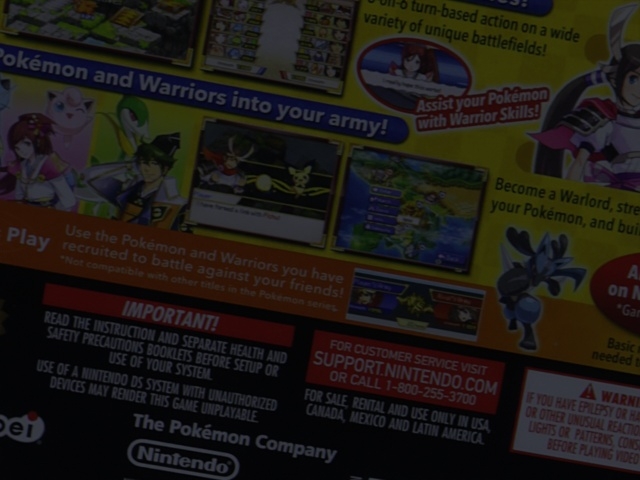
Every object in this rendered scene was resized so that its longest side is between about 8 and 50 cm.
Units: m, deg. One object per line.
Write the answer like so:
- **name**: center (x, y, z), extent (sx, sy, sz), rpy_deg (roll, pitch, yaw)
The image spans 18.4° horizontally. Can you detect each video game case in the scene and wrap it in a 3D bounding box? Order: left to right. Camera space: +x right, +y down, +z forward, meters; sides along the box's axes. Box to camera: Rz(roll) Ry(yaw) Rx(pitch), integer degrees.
- **video game case**: center (0.000, 0.000, 0.570), extent (0.275, 0.248, 0.035), rpy_deg (10, -175, -5)
